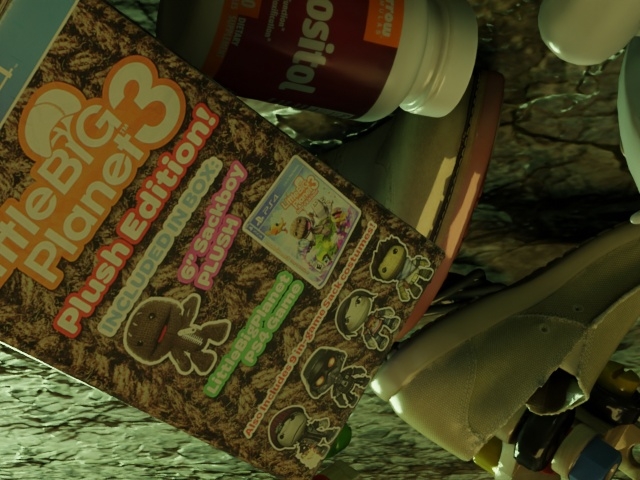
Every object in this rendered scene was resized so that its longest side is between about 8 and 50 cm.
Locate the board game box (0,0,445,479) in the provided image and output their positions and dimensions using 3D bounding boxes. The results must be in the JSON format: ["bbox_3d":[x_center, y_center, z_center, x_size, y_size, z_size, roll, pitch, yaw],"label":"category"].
[{"bbox_3d":[-0.127,-0.029,0.767,0.232,0.141,0.291,27,175,46],"label":"board game box"}]

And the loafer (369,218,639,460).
[{"bbox_3d":[0.155,0.065,1.052,0.268,0.092,0.102,-25,171,-25],"label":"loafer"}]

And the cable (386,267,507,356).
[{"bbox_3d":[0.075,0.063,1.212,0.150,0.047,0.184,-8,157,23],"label":"cable"}]

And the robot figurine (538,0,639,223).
[{"bbox_3d":[0.253,-0.099,0.700,0.300,0.200,0.353,13,147,-3],"label":"robot figurine"}]

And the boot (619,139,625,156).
[{"bbox_3d":[0.229,-0.038,1.013,0.118,0.042,0.087,7,154,-15],"label":"boot"}]

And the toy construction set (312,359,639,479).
[{"bbox_3d":[0.139,0.200,1.282,0.308,0.257,0.237,8,-164,27],"label":"toy construction set"}]

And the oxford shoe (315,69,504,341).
[{"bbox_3d":[0.000,0.000,0.997,0.130,0.123,0.348,24,140,-10],"label":"oxford shoe"}]

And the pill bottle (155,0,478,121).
[{"bbox_3d":[-0.001,-0.109,0.812,0.152,0.086,0.086,9,151,-21],"label":"pill bottle"}]
